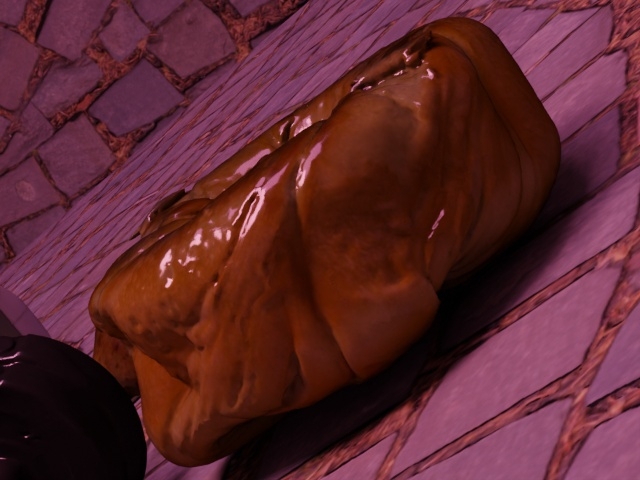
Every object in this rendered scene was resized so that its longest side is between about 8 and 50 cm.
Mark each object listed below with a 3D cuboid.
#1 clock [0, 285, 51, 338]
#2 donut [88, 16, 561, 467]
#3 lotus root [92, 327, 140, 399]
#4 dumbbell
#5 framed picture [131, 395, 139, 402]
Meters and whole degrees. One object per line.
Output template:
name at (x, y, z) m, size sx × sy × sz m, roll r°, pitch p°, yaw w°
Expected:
clock at (-0.446, 0.179, 2.104) m, size 0.254 × 0.189 × 0.189 m, roll -34°, pitch 14°, yaw 35°
donut at (0.000, 0.000, 1.258) m, size 0.360 × 0.170 × 0.360 m, roll -38°, pitch 8°, yaw 6°
lotus root at (-0.097, 0.051, 1.494) m, size 0.260 × 0.128 × 0.145 m, roll -40°, pitch -4°, yaw -12°
dumbbell at (-0.244, 0.205, 1.280) m, size 0.185 × 0.185 × 0.388 m, roll -38°, pitch 13°, yaw 24°
framed picture at (-0.175, 0.107, 1.841) m, size 0.217 × 0.017 × 0.274 m, roll -43°, pitch 11°, yaw -4°
